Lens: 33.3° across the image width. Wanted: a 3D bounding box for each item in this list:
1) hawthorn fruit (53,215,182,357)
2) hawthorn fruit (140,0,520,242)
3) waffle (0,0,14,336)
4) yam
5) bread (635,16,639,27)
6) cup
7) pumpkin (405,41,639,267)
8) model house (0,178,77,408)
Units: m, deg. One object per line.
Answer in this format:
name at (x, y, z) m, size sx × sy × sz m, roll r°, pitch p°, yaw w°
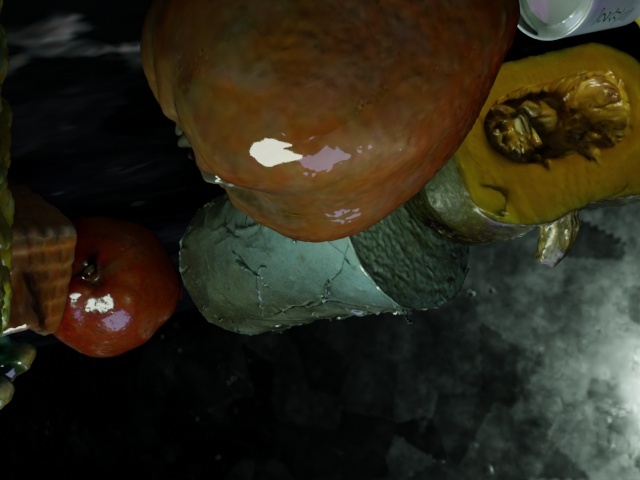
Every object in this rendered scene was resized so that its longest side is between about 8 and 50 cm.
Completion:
hawthorn fruit at (-0.271, 0.050, 1.332) m, size 0.185 × 0.185 × 0.202 m, roll -15°, pitch 169°, yaw -2°
hawthorn fruit at (0.026, -0.114, 0.624) m, size 0.251 × 0.199 × 0.199 m, roll -30°, pitch 172°, yaw 4°
waffle at (-0.169, -0.051, 0.487) m, size 0.054 × 0.224 × 0.204 m, roll -1°, pitch 168°, yaw -15°
yam at (0.000, 0.000, 1.292) m, size 0.241 × 0.241 × 0.348 m, roll -10°, pitch 176°, yaw -42°
bread at (0.429, -0.100, 0.851) m, size 0.244 × 0.362 × 0.233 m, roll -14°, pitch 174°, yaw -40°
cup at (0.205, -0.201, 0.799) m, size 0.116 × 0.074 × 0.104 m, roll -14°, pitch 146°, yaw -46°
pumpkin at (0.247, -0.085, 1.168) m, size 0.317 × 0.222 × 0.139 m, roll -14°, pitch 173°, yaw -22°
model house at (-0.338, 0.053, 0.952) m, size 0.329 × 0.252 × 0.295 m, roll -27°, pitch 168°, yaw 33°
